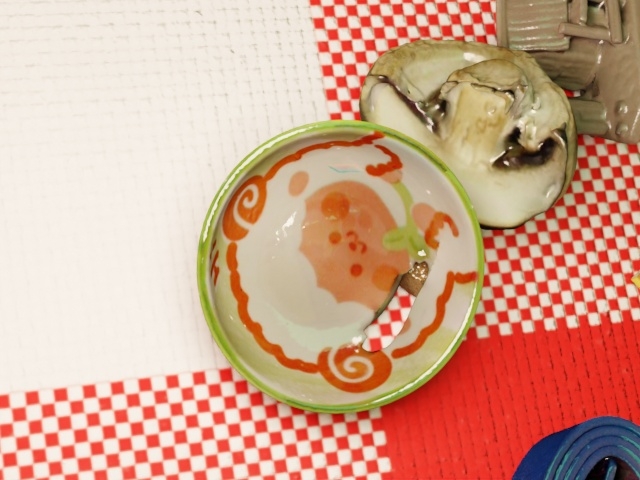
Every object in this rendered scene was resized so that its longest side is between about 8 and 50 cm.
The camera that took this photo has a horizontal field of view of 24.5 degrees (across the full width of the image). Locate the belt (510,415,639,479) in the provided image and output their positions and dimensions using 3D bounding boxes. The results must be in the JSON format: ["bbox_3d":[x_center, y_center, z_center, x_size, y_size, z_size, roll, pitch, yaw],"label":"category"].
[{"bbox_3d":[0.307,0.380,1.683,0.212,0.117,0.347,15,69,-14],"label":"belt"}]

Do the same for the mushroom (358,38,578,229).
[{"bbox_3d":[0.192,-0.136,1.749,0.267,0.189,0.164,12,34,27],"label":"mushroom"}]

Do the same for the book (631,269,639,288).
[{"bbox_3d":[0.606,0.104,1.913,0.262,0.028,0.374,-42,91,-25],"label":"book"}]

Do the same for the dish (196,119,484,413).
[{"bbox_3d":[0.013,0.024,1.659,0.324,0.124,0.324,-1,97,-12],"label":"dish"}]

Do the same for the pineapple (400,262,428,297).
[{"bbox_3d":[0.141,0.014,1.763,0.058,0.058,0.124,45,61,-3],"label":"pineapple"}]

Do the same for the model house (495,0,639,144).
[{"bbox_3d":[0.308,-0.228,1.852,0.188,0.122,0.229,2,77,-16],"label":"model house"}]
